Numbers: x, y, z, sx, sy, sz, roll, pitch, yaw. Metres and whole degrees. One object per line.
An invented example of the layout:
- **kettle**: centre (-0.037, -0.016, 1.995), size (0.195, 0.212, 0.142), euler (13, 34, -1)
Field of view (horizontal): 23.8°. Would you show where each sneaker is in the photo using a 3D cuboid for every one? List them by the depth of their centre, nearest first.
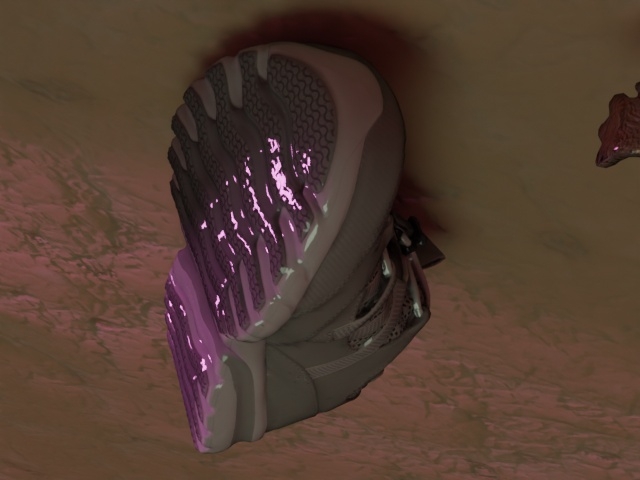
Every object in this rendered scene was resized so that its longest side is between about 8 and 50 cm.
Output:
- **sneaker**: centre (0.000, 0.000, 0.646), size (0.115, 0.105, 0.281), euler (-12, 159, -16)

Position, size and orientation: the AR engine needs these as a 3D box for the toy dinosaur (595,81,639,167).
- **toy dinosaur**: centre (0.210, -0.005, 0.415), size (0.200, 0.127, 0.295), euler (17, 146, -16)
